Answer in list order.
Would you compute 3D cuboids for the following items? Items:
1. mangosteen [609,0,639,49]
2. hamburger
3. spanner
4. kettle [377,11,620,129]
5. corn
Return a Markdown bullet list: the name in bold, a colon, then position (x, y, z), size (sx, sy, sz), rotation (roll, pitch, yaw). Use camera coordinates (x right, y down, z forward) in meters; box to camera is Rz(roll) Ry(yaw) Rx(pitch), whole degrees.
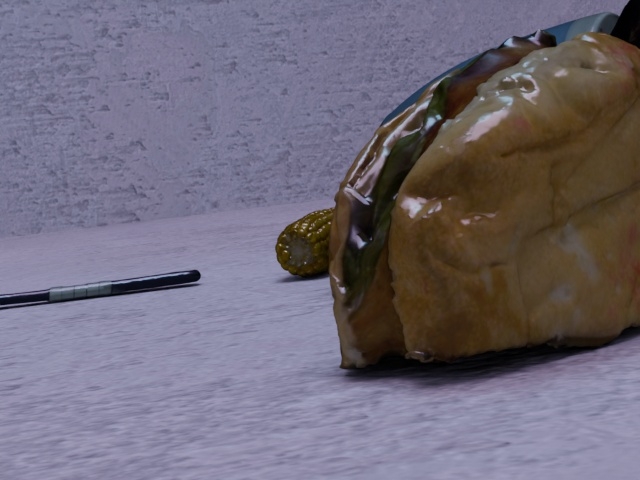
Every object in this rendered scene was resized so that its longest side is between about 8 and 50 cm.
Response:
- **mangosteen**: position (0.373, -0.137, 1.345), size (0.313, 0.297, 0.297), rotation (11, 11, 25)
- **hamburger**: position (0.137, -0.036, 0.958), size (0.330, 0.209, 0.162), rotation (-7, 4, -39)
- **spanner**: position (-0.285, 0.055, 1.539), size (0.315, 0.024, 0.087), rotation (-7, -1, -15)
- **kettle**: position (0.202, -0.092, 1.684), size (0.342, 0.247, 0.319), rotation (-12, 26, 30)
- **corn**: position (0.000, 0.000, 1.583), size (0.068, 0.068, 0.207), rotation (-5, 3, 15)
